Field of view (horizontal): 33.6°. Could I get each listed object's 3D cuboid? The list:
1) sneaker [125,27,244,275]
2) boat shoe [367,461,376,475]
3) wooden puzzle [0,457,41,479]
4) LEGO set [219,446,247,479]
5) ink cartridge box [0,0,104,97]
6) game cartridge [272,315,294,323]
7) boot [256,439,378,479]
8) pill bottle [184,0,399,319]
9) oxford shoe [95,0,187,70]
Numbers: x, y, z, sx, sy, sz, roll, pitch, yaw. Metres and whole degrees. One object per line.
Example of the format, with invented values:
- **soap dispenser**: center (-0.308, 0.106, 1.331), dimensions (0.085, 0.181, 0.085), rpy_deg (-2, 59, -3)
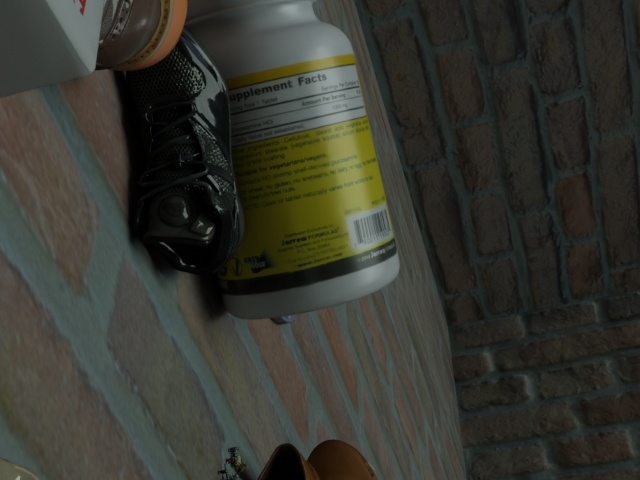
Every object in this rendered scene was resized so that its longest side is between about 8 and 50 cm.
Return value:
- **sneaker**: center (-0.119, -0.074, 0.908), dimensions (0.130, 0.087, 0.228), rpy_deg (-88, 170, -74)
- **boat shoe**: center (0.047, 0.346, 1.390), dimensions (0.183, 0.066, 0.066), rpy_deg (68, 16, -45)
- **wooden puzzle**: center (-0.176, 0.171, 0.444), dimensions (0.239, 0.044, 0.221), rpy_deg (60, 21, -59)
- **LEGO set**: center (-0.075, 0.225, 0.984), dimensions (0.083, 0.023, 0.054), rpy_deg (-91, 165, -45)
- **ink cartridge box**: center (-0.207, -0.229, 0.517), dimensions (0.278, 0.117, 0.201), rpy_deg (67, 15, -49)
- **game cartridge**: center (-0.050, 0.076, 1.314), dimensions (0.083, 0.017, 0.056), rpy_deg (28, 55, -76)
- **boot**: center (-0.014, 0.276, 1.101), dimensions (0.284, 0.109, 0.220), rpy_deg (-80, 153, -46)
- **pill bottle**: center (-0.043, -0.103, 1.069), dimensions (0.188, 0.187, 0.334), rpy_deg (-43, 121, -78)
- **oxford shoe**: center (-0.179, -0.301, 0.743), dimensions (0.133, 0.129, 0.364), rpy_deg (-35, 113, -72)
